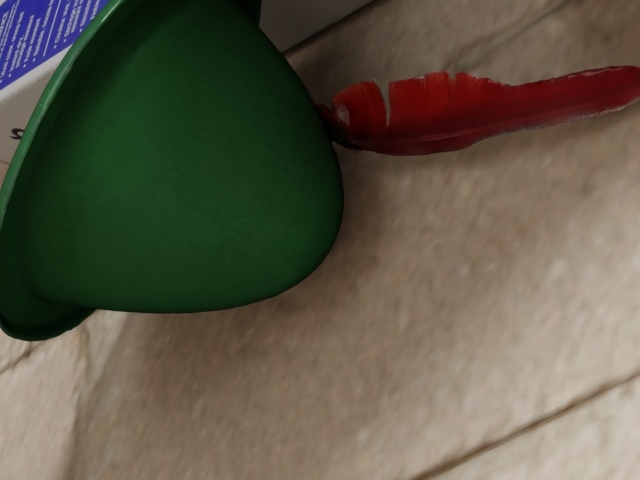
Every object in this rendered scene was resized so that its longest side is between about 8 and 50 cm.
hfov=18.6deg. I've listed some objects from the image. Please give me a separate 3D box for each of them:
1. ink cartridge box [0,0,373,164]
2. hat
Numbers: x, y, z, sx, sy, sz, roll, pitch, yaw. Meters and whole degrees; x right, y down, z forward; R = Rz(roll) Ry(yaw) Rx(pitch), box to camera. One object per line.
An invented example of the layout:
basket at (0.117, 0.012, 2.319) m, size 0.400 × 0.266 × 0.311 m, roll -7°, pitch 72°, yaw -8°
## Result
ink cartridge box at (-0.075, -0.136, 0.904) m, size 0.333 × 0.065 × 0.165 m, roll -21°, pitch 48°, yaw 47°
hat at (0.000, 0.000, 0.707) m, size 0.173 × 0.183 × 0.208 m, roll -58°, pitch -13°, yaw -10°
